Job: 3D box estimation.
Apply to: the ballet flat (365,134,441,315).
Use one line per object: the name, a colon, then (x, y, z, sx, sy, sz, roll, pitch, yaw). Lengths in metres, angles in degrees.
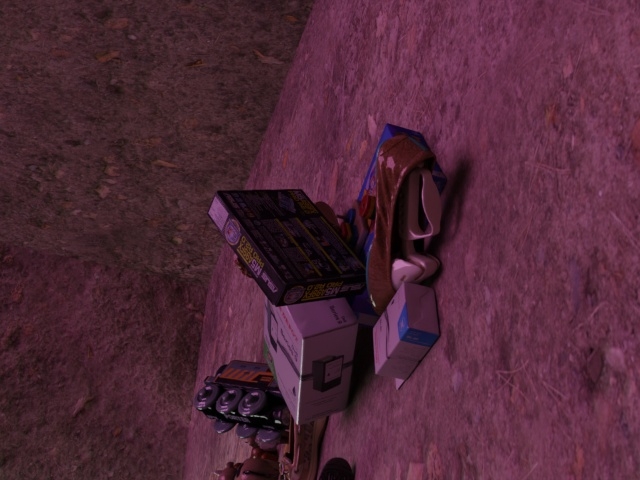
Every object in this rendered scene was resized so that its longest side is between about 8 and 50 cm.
ballet flat: (0.154, -0.010, 1.389, 0.124, 0.116, 0.342, 21, 114, 45)

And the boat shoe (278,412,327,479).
boat shoe: (-0.052, 0.469, 1.812, 0.104, 0.089, 0.285, 167, 116, -74)

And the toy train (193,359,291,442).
toy train: (-0.169, 0.385, 1.979, 0.334, 0.142, 0.190, -4, 38, 44)

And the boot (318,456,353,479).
boot: (0.001, 0.532, 1.609, 0.208, 0.076, 0.189, 126, 157, -73)

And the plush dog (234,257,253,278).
plush dog: (-0.120, 0.040, 2.323, 0.210, 0.263, 0.225, 68, -148, -51)

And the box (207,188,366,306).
box: (-0.060, 0.005, 1.518, 0.270, 0.216, 0.060, 50, 128, 33)

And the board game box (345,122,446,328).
board game box: (0.127, -0.030, 1.603, 0.233, 0.078, 0.347, -101, 28, -60)

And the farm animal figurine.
farm animal figurine: (-0.188, 0.638, 2.016, 0.326, 0.172, 0.330, 118, 160, -45)

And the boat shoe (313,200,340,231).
boat shoe: (0.023, 0.004, 1.948, 0.302, 0.109, 0.098, -97, 30, -44)

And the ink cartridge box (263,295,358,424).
ink cartridge box: (-0.028, 0.201, 1.631, 0.289, 0.122, 0.211, 94, 154, -43)

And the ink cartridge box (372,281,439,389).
ink cartridge box: (0.140, 0.170, 1.393, 0.104, 0.060, 0.180, -90, 19, -44)

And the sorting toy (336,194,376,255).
sorting toy: (0.044, 0.005, 1.636, 0.132, 0.046, 0.274, -100, 26, -59)
